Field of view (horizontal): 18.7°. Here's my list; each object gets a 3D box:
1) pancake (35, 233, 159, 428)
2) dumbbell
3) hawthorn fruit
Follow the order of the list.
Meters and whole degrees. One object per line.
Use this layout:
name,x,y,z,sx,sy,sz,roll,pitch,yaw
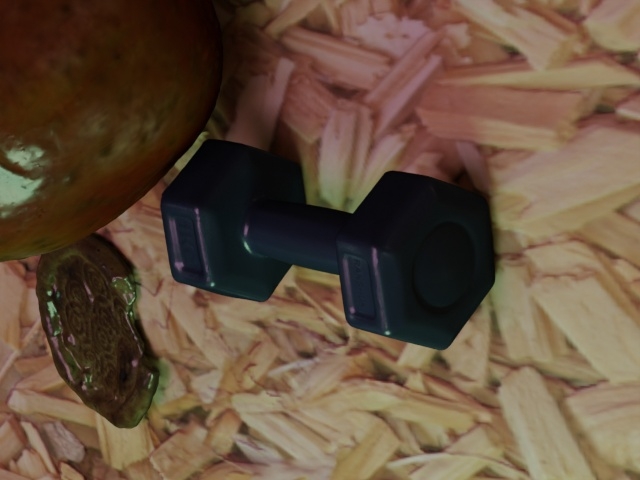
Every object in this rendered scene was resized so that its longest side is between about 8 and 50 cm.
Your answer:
pancake,-0.251,0.100,2.163,0.212,0.029,0.235,-19,91,52
dumbbell,0.000,-0.001,1.738,0.316,0.156,0.144,13,147,45
hawthorn fruit,-0.309,-0.163,1.787,0.402,0.402,0.403,24,125,40
